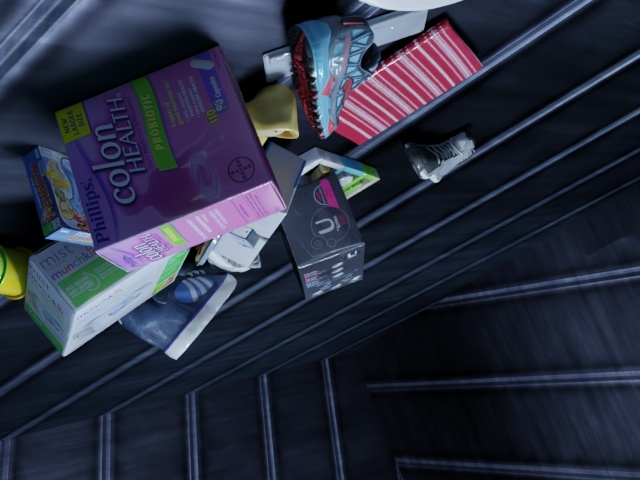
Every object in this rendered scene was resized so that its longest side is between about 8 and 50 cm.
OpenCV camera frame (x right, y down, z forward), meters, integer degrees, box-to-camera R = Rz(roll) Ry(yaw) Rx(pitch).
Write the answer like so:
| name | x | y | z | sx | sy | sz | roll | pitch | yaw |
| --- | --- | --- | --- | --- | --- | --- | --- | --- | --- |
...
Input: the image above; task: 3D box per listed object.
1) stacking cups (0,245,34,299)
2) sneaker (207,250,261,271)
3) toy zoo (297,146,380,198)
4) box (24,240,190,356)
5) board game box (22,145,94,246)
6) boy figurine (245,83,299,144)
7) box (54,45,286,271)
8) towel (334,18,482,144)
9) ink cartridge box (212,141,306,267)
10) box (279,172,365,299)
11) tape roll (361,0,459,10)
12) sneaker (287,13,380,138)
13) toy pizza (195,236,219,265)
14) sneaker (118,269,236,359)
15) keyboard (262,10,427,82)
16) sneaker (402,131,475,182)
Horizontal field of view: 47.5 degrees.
| name | x | y | z | sx | sy | sz | roll | pitch | yaw |
| --- | --- | --- | --- | --- | --- | --- | --- | --- | --- |
| stacking cups | -0.595 | 0.025 | 1.146 | 0.096 | 0.096 | 0.316 | -27 | 158 | 16 |
| sneaker | -0.217 | 0.032 | 1.616 | 0.095 | 0.090 | 0.235 | -12 | 163 | 17 |
| toy zoo | -0.025 | -0.113 | 1.490 | 0.192 | 0.030 | 0.293 | -31 | 160 | 27 |
| box | -0.370 | 0.049 | 1.278 | 0.262 | 0.127 | 0.231 | -37 | 174 | -35 |
| board game box | -0.346 | -0.055 | 1.104 | 0.035 | 0.136 | 0.201 | -29 | 162 | 20 |
| boy figurine | -0.150 | -0.148 | 1.141 | 0.285 | 0.092 | 0.177 | -24 | 163 | 20 |
| box | -0.201 | -0.108 | 0.990 | 0.243 | 0.213 | 0.117 | -22 | 163 | 2 |
| towel | 0.125 | -0.260 | 1.234 | 0.275 | 0.031 | 0.199 | -30 | 161 | 22 |
| ink cartridge box | -0.113 | -0.062 | 1.314 | 0.082 | 0.139 | 0.190 | 26 | 140 | -9 |
| box | 0.000 | 0.000 | 1.524 | 0.143 | 0.165 | 0.270 | -20 | 163 | -4 |
| tape roll | 0.112 | -0.363 | 0.690 | 0.286 | 0.100 | 0.286 | -14 | 147 | -9 |
| sneaker | 0.031 | -0.232 | 1.044 | 0.125 | 0.104 | 0.262 | -22 | 168 | -4 |
| toy pizza | -0.184 | -0.048 | 1.308 | 0.032 | 0.201 | 0.201 | 27 | 146 | -11 |
| sneaker | -0.329 | 0.096 | 1.559 | 0.130 | 0.236 | 0.323 | -49 | -175 | 26 |
| keyboard | 0.039 | -0.292 | 1.072 | 0.256 | 0.014 | 0.072 | -20 | 168 | -6 |
| sneaker | 0.258 | -0.192 | 1.532 | 0.132 | 0.086 | 0.229 | -32 | 170 | 17 |
